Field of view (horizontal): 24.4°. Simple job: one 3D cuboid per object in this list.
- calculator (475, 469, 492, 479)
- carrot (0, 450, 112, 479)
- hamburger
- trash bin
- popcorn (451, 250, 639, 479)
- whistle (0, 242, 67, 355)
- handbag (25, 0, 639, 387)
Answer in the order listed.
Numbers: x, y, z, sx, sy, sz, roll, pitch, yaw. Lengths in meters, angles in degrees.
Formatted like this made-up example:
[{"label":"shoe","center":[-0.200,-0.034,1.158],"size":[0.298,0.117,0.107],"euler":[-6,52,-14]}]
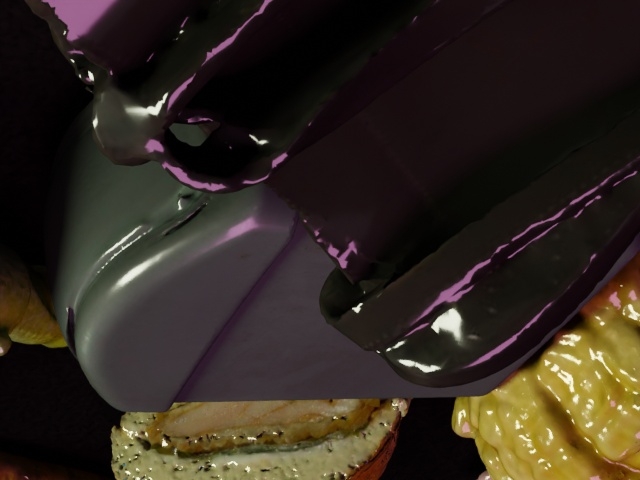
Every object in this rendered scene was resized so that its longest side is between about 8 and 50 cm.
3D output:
[{"label":"calculator","center":[0.182,0.153,1.014],"size":[0.165,0.024,0.103],"euler":[-7,149,-11]},{"label":"carrot","center":[-0.182,0.141,0.873],"size":[0.035,0.036,0.165],"euler":[-33,140,31]},{"label":"hamburger","center":[-0.021,0.125,0.846],"size":[0.176,0.087,0.102],"euler":[-19,146,9]},{"label":"trash bin","center":[0.000,0.000,0.647],"size":[0.236,0.101,0.177],"euler":[4,144,-28]},{"label":"popcorn","center":[0.144,0.071,0.762],"size":[0.163,0.140,0.194],"euler":[-34,168,-22]},{"label":"whistle","center":[-0.167,0.019,0.633],"size":[0.057,0.104,0.198],"euler":[-34,159,12]},{"label":"handbag","center":[0.065,-0.083,0.458],"size":[0.257,0.113,0.285],"euler":[-41,144,3]}]
